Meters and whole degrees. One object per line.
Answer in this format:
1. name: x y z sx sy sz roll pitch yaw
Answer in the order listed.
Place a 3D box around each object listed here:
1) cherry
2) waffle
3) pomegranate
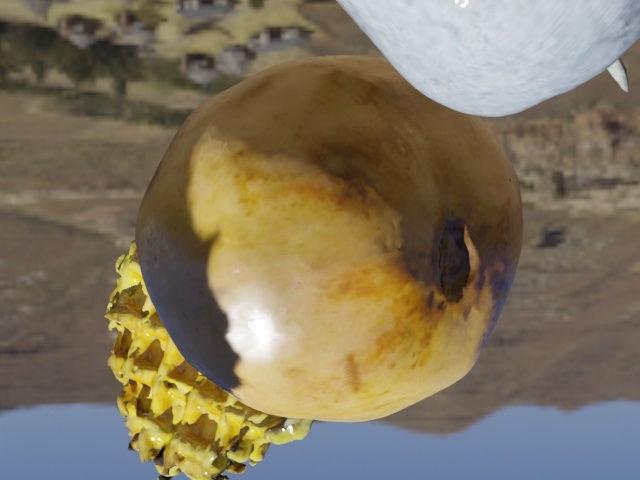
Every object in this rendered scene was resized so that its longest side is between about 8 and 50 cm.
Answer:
1. cherry: 0.109 -0.204 0.900 0.296 0.218 0.255 33 -163 -17
2. waffle: -0.118 0.097 1.662 0.380 0.382 0.095 -32 148 28
3. pomegranate: 0.000 0.000 1.197 0.338 0.338 0.338 -1 178 0
